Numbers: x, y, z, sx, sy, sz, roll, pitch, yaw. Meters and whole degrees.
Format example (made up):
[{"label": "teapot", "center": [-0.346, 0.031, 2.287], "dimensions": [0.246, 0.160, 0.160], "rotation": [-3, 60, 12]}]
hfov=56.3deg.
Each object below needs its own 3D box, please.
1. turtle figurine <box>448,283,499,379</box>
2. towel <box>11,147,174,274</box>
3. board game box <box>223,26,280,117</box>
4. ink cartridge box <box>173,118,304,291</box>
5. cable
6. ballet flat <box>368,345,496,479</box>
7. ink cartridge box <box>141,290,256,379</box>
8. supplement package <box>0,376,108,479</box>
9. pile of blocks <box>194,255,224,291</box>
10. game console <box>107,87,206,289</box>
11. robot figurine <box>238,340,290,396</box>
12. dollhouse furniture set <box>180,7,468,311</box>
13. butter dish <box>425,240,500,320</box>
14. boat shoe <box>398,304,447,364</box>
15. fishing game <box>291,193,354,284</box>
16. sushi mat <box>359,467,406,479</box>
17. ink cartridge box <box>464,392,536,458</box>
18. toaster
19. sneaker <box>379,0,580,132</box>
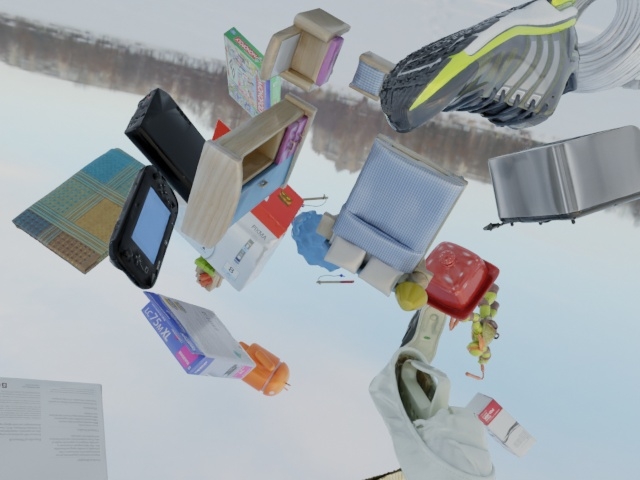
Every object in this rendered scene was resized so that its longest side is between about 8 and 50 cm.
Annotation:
[{"label": "turtle figurine", "center": [0.404, 0.207, 1.505], "dimensions": [0.087, 0.269, 0.217], "rotation": [-6, -139, 35]}, {"label": "towel", "center": [-0.603, -0.095, 1.645], "dimensions": [0.271, 0.040, 0.370], "rotation": [31, -125, 14]}, {"label": "board game box", "center": [-0.213, -0.496, 1.897], "dimensions": [0.213, 0.046, 0.317], "rotation": [46, 163, 12]}, {"label": "ink cartridge box", "center": [-0.239, -0.077, 1.565], "dimensions": [0.308, 0.385, 0.091], "rotation": [44, -131, 7]}, {"label": "cable", "center": [0.504, -0.400, 1.100], "dimensions": [0.089, 0.257, 0.257], "rotation": [6, 179, -42]}, {"label": "ballet flat", "center": [0.175, 0.283, 0.917], "dimensions": [0.139, 0.139, 0.400], "rotation": [9, -165, -15]}, {"label": "ink cartridge box", "center": [-0.271, 0.214, 1.311], "dimensions": [0.186, 0.065, 0.311], "rotation": [46, 180, 22]}, {"label": "supplement package", "center": [-0.464, 0.375, 0.916], "dimensions": [0.199, 0.198, 0.262], "rotation": [18, -137, -43]}, {"label": "pile of blocks", "center": [-0.323, 0.052, 1.974], "dimensions": [0.149, 0.362, 0.112], "rotation": [55, -146, -1]}, {"label": "game console", "center": [-0.253, -0.073, 0.982], "dimensions": [0.044, 0.213, 0.361], "rotation": [-17, -137, 23]}, {"label": "robot figurine", "center": [-0.192, 0.417, 1.933], "dimensions": [0.219, 0.158, 0.128], "rotation": [32, -159, 5]}, {"label": "dollhouse furniture set", "center": [0.036, -0.060, 0.714], "dimensions": [0.303, 0.286, 0.198], "rotation": [32, -141, 7]}, {"label": "butter dish", "center": [0.282, 0.065, 1.301], "dimensions": [0.160, 0.160, 0.118], "rotation": [28, 158, 34]}, {"label": "boat shoe", "center": [0.243, 0.236, 1.451], "dimensions": [0.084, 0.233, 0.079], "rotation": [19, -158, -5]}, {"label": "fishing game", "center": [0.000, 0.000, 1.621], "dimensions": [0.189, 0.264, 0.041], "rotation": [-6, -158, 42]}, {"label": "sushi mat", "center": [0.149, 0.554, 1.153], "dimensions": [0.151, 0.316, 0.019], "rotation": [-15, -151, -17]}, {"label": "ink cartridge box", "center": [0.400, 0.413, 1.340], "dimensions": [0.135, 0.056, 0.099], "rotation": [44, 172, 2]}, {"label": "toaster", "center": [0.348, -0.088, 0.863], "dimensions": [0.186, 0.110, 0.168], "rotation": [-16, -176, -18]}, {"label": "sneaker", "center": [0.184, -0.164, 0.607], "dimensions": [0.300, 0.121, 0.111], "rotation": [-31, -165, -30]}]
